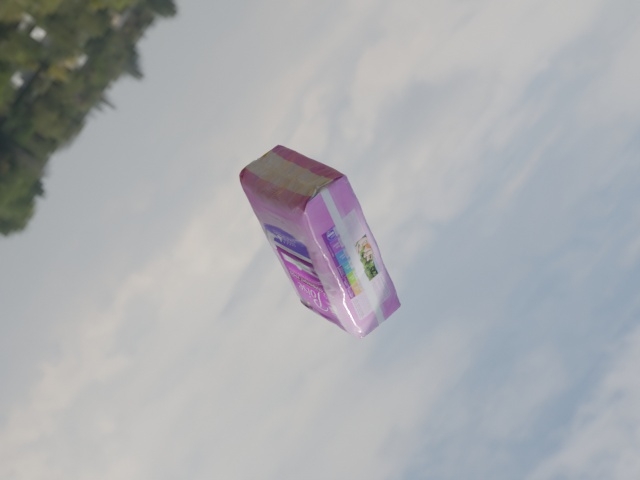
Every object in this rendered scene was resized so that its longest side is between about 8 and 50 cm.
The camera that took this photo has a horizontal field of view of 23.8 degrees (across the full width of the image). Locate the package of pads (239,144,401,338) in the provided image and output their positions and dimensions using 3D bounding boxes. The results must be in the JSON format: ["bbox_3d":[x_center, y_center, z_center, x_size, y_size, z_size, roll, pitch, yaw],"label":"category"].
[{"bbox_3d":[0.000,0.000,0.670,0.032,0.083,0.050,-40,-140,-18],"label":"package of pads"}]
